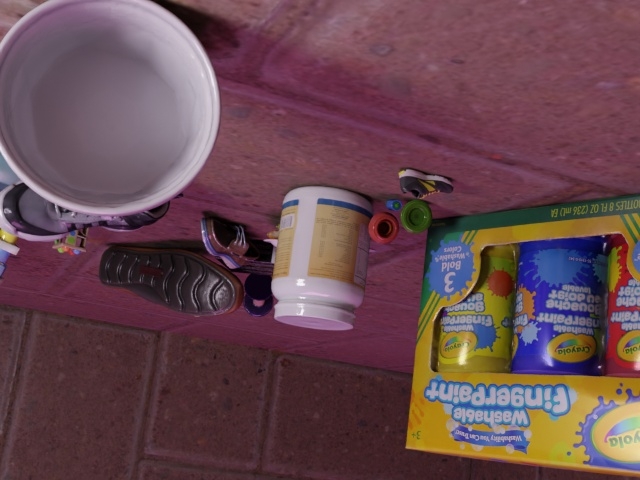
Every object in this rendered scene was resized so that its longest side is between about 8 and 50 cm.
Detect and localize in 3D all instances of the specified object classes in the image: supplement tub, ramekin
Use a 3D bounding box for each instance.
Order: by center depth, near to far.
[{"bbox_3d":[-0.205,-0.123,0.808,0.207,0.207,0.109,11,175,-15],"label":"ramekin"},{"bbox_3d":[0.002,0.030,1.301,0.145,0.199,0.144,7,166,2],"label":"supplement tub"}]

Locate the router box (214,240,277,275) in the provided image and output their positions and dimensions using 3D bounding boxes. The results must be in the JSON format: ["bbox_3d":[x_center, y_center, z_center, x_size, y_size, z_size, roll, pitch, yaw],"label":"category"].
[{"bbox_3d":[-0.111,0.038,1.711,0.179,0.046,0.133,5,166,10],"label":"router box"}]

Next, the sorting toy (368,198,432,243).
[{"bbox_3d":[0.116,-0.034,1.287,0.102,0.061,0.042,-19,-170,-12],"label":"sorting toy"}]

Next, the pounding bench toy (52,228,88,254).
[{"bbox_3d":[-0.511,-0.009,1.684,0.083,0.065,0.052,18,163,-36],"label":"pounding bench toy"}]

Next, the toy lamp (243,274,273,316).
[{"bbox_3d":[-0.153,0.137,2.071,0.080,0.080,0.274,8,164,-1],"label":"toy lamp"}]

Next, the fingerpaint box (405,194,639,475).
[{"bbox_3d":[0.355,0.142,1.227,0.445,0.370,0.163,-6,161,45],"label":"fingerpaint box"}]

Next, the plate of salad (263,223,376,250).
[{"bbox_3d":[0.000,0.000,1.483,0.200,0.048,0.200,5,177,0],"label":"plate of salad"}]

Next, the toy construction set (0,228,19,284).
[{"bbox_3d":[-0.600,-0.055,1.215,0.327,0.151,0.215,47,171,-28],"label":"toy construction set"}]

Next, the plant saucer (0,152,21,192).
[{"bbox_3d":[-0.587,-0.100,1.411,0.318,0.043,0.317,6,166,2],"label":"plant saucer"}]

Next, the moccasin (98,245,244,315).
[{"bbox_3d":[-0.308,0.091,1.813,0.380,0.139,0.147,2,174,37],"label":"moccasin"}]

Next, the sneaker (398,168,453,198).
[{"bbox_3d":[0.144,-0.072,1.161,0.083,0.035,0.031,12,166,-18],"label":"sneaker"}]

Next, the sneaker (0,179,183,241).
[{"bbox_3d":[-0.337,-0.063,1.263,0.153,0.101,0.269,-14,174,43],"label":"sneaker"}]

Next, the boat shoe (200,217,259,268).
[{"bbox_3d":[-0.165,-0.003,1.563,0.066,0.066,0.183,-13,160,12],"label":"boat shoe"}]
